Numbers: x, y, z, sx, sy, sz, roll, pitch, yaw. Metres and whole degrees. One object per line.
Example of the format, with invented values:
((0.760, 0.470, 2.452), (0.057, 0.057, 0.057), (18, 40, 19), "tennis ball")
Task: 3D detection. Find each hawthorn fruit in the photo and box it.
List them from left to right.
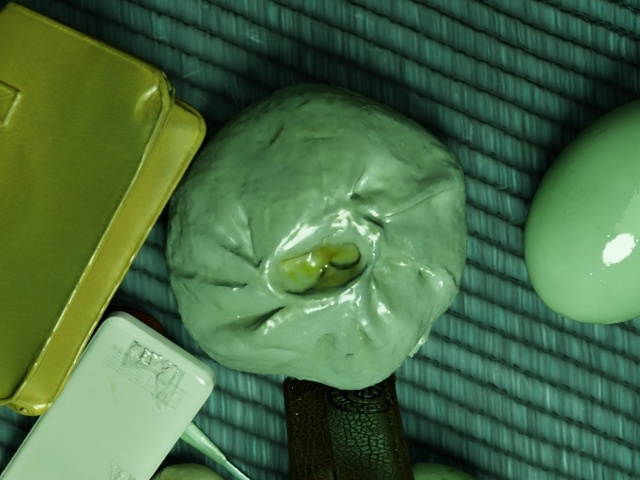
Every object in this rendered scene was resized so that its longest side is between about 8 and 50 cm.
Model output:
((-0.224, 0.111, 1.861), (0.093, 0.081, 0.081), (29, 92, 1), "hawthorn fruit")

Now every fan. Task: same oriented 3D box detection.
((-0.141, 0.230, 1.904), (0.193, 0.016, 0.038), (41, 93, -4), "fan")

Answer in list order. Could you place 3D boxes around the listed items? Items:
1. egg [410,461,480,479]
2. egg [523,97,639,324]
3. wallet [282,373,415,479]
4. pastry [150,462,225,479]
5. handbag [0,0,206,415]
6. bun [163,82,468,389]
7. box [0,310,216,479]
((0.051, 0.404, 1.789), (0.287, 0.287, 0.379), (38, 83, -5), "egg")
((0.343, -0.034, 1.820), (0.203, 0.203, 0.282), (36, 95, -5), "egg")
((0.028, 0.213, 1.802), (0.133, 0.243, 0.039), (-6, 116, 0), "wallet")
((-0.151, 0.328, 1.849), (0.092, 0.156, 0.156), (31, 92, -47), "pastry")
((-0.325, -0.038, 1.796), (0.283, 0.133, 0.401), (28, 89, 20), "handbag")
((-0.001, -0.006, 1.807), (0.354, 0.194, 0.354), (0, 95, -4), "bun")
((-0.242, 0.218, 1.841), (0.142, 0.044, 0.285), (33, 113, -6), "box")
